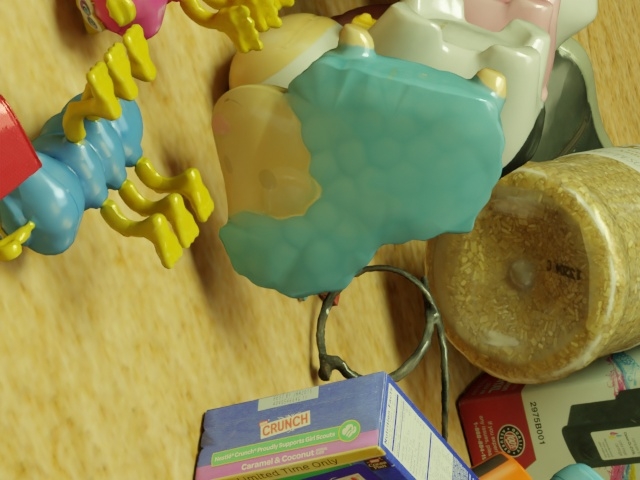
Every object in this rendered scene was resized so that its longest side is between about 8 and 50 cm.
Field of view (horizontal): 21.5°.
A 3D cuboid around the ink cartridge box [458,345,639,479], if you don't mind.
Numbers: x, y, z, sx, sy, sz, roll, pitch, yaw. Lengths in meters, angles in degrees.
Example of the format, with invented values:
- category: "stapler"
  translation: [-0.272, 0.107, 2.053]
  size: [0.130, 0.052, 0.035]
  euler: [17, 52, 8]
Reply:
- category: "ink cartridge box"
  translation: [0.186, 0.131, 1.003]
  size: [0.072, 0.175, 0.127]
  euler: [-27, 104, -63]

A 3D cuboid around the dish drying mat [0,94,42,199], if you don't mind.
- category: "dish drying mat"
  translation: [-0.132, -0.014, 0.568]
  size: [0.083, 0.008, 0.032]
  euler: [-40, 124, -27]

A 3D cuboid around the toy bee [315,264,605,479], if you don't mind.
- category: "toy bee"
  translation: [0.115, 0.167, 0.869]
  size: [0.162, 0.195, 0.298]
  euler: [81, -2, -65]

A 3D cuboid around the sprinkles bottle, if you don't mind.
- category: "sprinkles bottle"
  translation: [0.202, -0.002, 1.025]
  size: [0.355, 0.121, 0.121]
  euler: [-12, 91, -54]

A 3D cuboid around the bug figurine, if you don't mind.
- category: "bug figurine"
  translation: [-0.104, -0.135, 0.642]
  size: [0.216, 0.072, 0.279]
  euler: [-53, 132, -49]

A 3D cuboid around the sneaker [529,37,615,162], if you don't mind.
- category: "sneaker"
  translation: [0.142, -0.027, 1.113]
  size: [0.118, 0.083, 0.222]
  euler: [-61, 144, -26]

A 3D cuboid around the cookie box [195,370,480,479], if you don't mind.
- category: "cookie box"
  translation: [0.010, 0.108, 0.755]
  size: [0.107, 0.091, 0.040]
  euler: [50, 35, -44]

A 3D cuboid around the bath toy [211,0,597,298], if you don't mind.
- category: "bath toy"
  translation: [0.051, -0.082, 0.878]
  size: [0.348, 0.151, 0.129]
  euler: [-48, 156, -63]

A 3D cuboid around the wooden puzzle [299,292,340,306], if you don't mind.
- category: "wooden puzzle"
  translation: [0.000, 0.000, 0.873]
  size: [0.049, 0.006, 0.083]
  euler: [54, 35, -40]
